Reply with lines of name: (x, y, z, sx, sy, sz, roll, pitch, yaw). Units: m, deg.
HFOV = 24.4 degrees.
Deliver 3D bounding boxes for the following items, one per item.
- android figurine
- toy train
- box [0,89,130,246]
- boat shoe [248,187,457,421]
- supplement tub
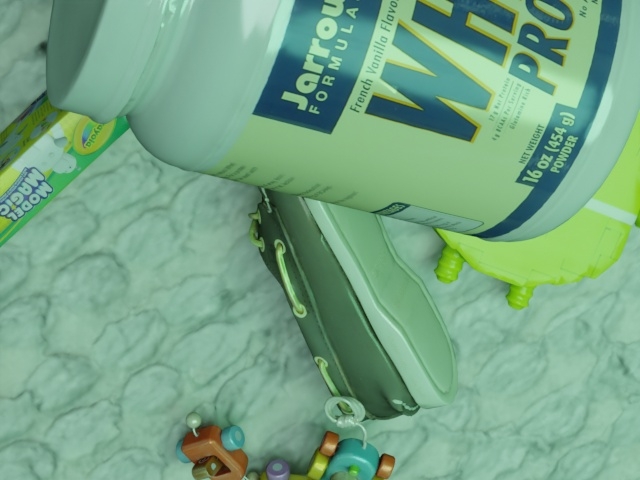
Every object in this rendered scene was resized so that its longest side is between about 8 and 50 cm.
android figurine: (0.173, -0.080, 1.123, 0.248, 0.056, 0.272, 18, 101, -12)
toy train: (-0.028, 0.176, 1.136, 0.166, 0.046, 0.125, -16, 126, 30)
box: (-0.195, -0.068, 1.053, 0.179, 0.105, 0.043, -44, 113, 5)
boat shoe: (-0.001, 0.002, 1.095, 0.091, 0.109, 0.305, -21, 106, 25)
supplement tub: (0.014, -0.140, 0.918, 0.325, 0.235, 0.235, 12, 103, -21)
